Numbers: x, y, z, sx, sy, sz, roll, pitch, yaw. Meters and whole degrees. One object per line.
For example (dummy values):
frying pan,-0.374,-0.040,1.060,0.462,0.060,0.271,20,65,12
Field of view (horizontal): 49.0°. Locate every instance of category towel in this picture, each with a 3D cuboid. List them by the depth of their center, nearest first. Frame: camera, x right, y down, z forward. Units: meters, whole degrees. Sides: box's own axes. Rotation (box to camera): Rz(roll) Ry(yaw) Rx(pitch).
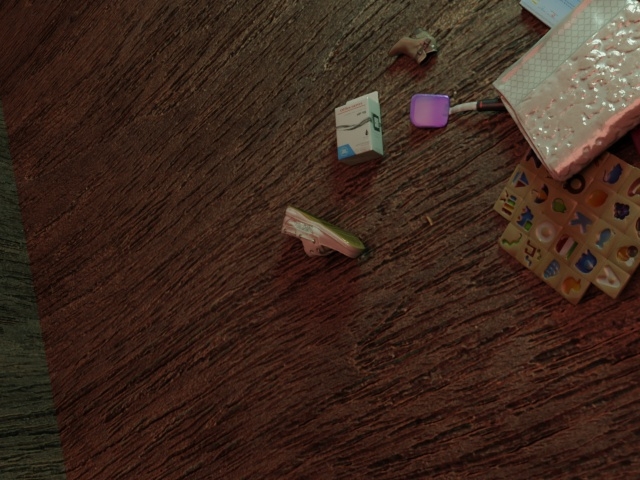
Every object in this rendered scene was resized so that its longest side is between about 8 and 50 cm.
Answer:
towel,0.534,-0.326,1.406,0.332,0.053,0.317,-43,47,25

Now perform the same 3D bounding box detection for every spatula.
spatula,0.344,-0.306,1.623,0.296,0.030,0.084,3,83,36

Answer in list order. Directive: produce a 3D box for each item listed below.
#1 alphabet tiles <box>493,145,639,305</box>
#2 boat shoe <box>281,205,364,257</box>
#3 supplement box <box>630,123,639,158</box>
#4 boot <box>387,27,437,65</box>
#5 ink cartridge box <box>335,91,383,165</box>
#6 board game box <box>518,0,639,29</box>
alphabet tiles,0.505,-0.050,1.412,0.342,0.011,0.285,46,119,42
boat shoe,0.000,0.000,1.776,0.277,0.098,0.096,29,99,46
supplement box,0.665,-0.154,1.323,0.104,0.080,0.188,-23,68,31
boot,0.230,-0.466,1.734,0.118,0.042,0.087,-35,64,26
ink cartridge box,0.096,-0.292,1.784,0.104,0.060,0.180,-14,72,34
board game box,0.568,-0.489,1.498,0.145,0.027,0.281,-49,56,20
